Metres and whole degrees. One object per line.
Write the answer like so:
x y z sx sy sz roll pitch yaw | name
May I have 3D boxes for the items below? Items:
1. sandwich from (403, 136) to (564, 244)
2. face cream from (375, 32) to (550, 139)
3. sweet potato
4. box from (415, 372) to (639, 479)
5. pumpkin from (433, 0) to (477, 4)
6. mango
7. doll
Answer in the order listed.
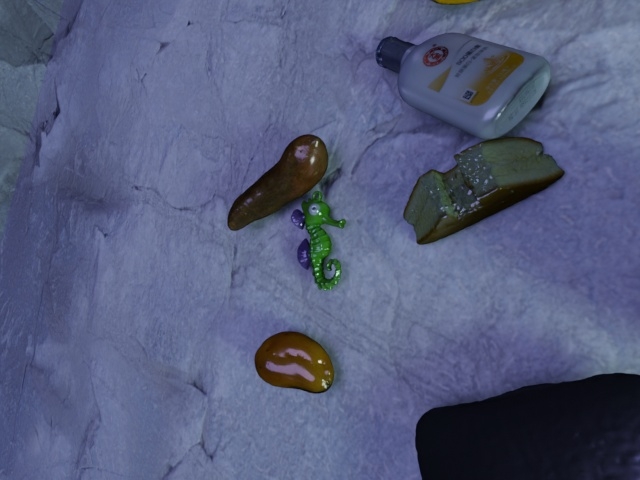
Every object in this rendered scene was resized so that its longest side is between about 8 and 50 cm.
0.217 -0.076 0.692 0.244 0.088 0.090 -31 63 31 | sandwich
0.198 -0.261 0.730 0.144 0.071 0.291 -46 48 0 | face cream
-0.082 -0.106 0.924 0.291 0.097 0.097 -38 63 35 | sweet potato
0.283 0.357 0.539 0.350 0.091 0.359 -33 53 38 | box
0.255 -0.490 0.624 0.324 0.242 0.232 -4 90 33 | pumpkin
-0.044 0.225 0.862 0.159 0.084 0.105 11 74 18 | mango
0.000 0.000 0.874 0.115 0.050 0.190 -14 77 42 | doll
